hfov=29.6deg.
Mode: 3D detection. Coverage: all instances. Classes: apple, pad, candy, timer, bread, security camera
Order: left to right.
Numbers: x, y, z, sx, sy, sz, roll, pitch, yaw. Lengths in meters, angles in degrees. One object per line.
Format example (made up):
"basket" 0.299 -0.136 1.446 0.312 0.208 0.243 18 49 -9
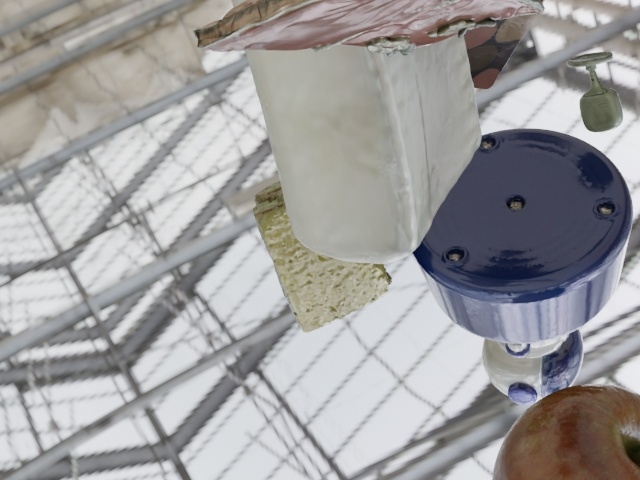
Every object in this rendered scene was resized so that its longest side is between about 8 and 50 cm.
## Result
"bread" 0.000 0.000 1.462 0.138 0.196 0.102 -26 -142 -6
"candy" 0.032 -0.181 1.112 0.145 0.359 0.208 1 -148 28
"pad" 0.161 -0.241 1.254 0.158 0.235 0.003 -1 -127 -26
"timer" 0.270 0.073 1.573 0.270 0.383 0.270 -8 -131 9
"apple" 0.292 0.260 1.296 0.211 0.211 0.188 -49 180 -41
"security camera" 0.329 -0.175 1.437 0.058 0.092 0.058 -12 -165 3

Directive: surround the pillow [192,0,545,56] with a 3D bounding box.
"pillow" 0.037 -0.147 0.776 0.126 0.043 0.232 -17 177 41
